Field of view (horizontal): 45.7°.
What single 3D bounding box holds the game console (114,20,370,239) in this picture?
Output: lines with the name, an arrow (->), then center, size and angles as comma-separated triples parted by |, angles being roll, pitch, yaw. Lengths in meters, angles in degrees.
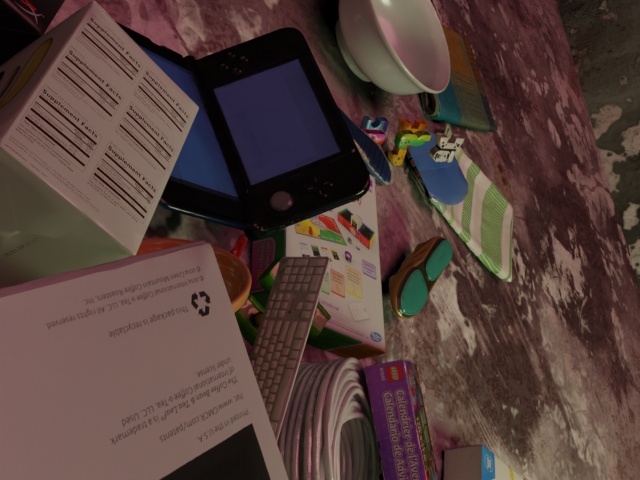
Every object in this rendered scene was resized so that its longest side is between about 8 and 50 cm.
game console -> -0.104, -0.167, 0.942 | 0.173, 0.250, 0.293 | 76, -8, -65

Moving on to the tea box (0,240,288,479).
tea box -> -0.251, 0.165, 0.475 | 0.329, 0.324, 0.219 | -16, 87, -57

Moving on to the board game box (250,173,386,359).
board game box -> 0.000, 0.000, 1.157 | 0.242, 0.064, 0.316 | 30, 50, -44

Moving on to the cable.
cable -> 0.007, 0.274, 0.934 | 0.257, 0.089, 0.257 | -73, 153, -45

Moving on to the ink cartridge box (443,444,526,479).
ink cartridge box -> 0.304, 0.466, 1.330 | 0.231, 0.078, 0.134 | 42, 43, -36

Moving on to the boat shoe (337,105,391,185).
boat shoe -> 0.050, -0.157, 1.308 | 0.183, 0.066, 0.066 | 46, 37, -22

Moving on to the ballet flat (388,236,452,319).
ballet flat -> 0.164, 0.070, 1.351 | 0.232, 0.073, 0.080 | -42, 117, -48

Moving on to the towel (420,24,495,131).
towel -> 0.315, -0.403, 1.848 | 0.370, 0.040, 0.271 | -2, 76, -57

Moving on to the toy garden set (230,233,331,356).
toy garden set -> -0.105, 0.102, 0.906 | 0.203, 0.049, 0.244 | 51, 54, -17

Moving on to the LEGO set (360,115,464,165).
LEGO set -> 0.147, -0.176, 1.440 | 0.227, 0.093, 0.087 | -1, 35, -28

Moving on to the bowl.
bowl -> 0.123, -0.403, 1.483 | 0.298, 0.134, 0.297 | 29, 51, -44

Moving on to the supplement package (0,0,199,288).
supplement package -> -0.255, -0.077, 0.715 | 0.149, 0.194, 0.203 | 46, 39, -33

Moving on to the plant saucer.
plant saucer -> -0.173, 0.053, 0.794 | 0.200, 0.200, 0.037 | -36, 135, -56

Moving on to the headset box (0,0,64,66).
headset box -> -0.352, -0.355, 0.801 | 0.218, 0.110, 0.293 | 44, 41, -33

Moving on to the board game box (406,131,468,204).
board game box -> 0.236, -0.144, 1.572 | 0.133, 0.033, 0.168 | -15, 77, -42

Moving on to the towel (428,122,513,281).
towel -> 0.352, -0.081, 1.728 | 0.325, 0.038, 0.247 | 46, 41, -32

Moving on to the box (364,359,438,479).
box -> 0.121, 0.275, 1.075 | 0.293, 0.057, 0.200 | 44, 35, -76

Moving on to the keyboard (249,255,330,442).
keyboard -> -0.051, 0.132, 0.868 | 0.014, 0.072, 0.256 | 40, 57, -41
